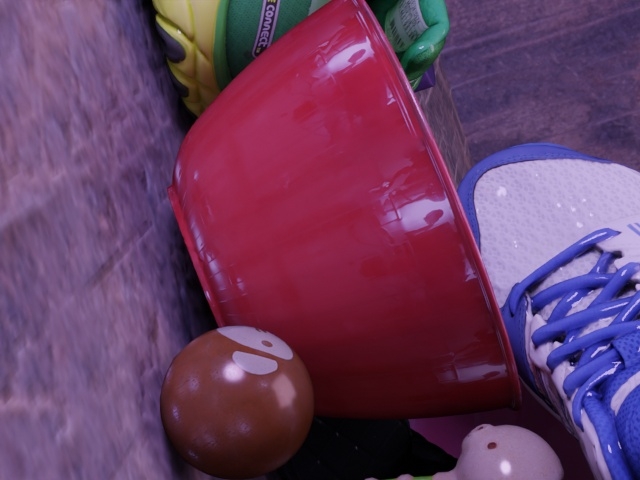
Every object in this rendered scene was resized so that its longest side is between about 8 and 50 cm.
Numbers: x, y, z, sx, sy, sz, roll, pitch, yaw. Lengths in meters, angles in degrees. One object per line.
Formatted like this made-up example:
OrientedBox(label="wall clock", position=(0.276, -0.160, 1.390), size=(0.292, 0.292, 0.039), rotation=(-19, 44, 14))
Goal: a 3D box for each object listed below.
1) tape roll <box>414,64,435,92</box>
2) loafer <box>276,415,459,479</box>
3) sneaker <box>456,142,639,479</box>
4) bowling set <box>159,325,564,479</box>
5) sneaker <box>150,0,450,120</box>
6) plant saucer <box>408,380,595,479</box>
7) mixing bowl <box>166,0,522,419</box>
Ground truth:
OrientedBox(label="tape roll", position=(0.018, -0.189, 1.233), size=(0.189, 0.080, 0.189), rotation=(-16, 90, -81))
OrientedBox(label="loafer", position=(0.010, 0.098, 0.796), size=(0.061, 0.062, 0.170), rotation=(34, -6, 31))
OrientedBox(label="sneaker", position=(0.137, 0.051, 0.646), size=(0.296, 0.112, 0.131), rotation=(51, 9, 34))
OrientedBox(label="bowling set", position=(0.038, 0.116, 0.577), size=(0.287, 0.154, 0.199), rotation=(-66, 139, -77))
OrientedBox(label="sneaker", position=(0.008, -0.076, 0.834), size=(0.295, 0.124, 0.109), rotation=(50, 25, -69))
OrientedBox(label="plant saucer", position=(0.138, 0.176, 0.870), size=(0.332, 0.084, 0.332), rotation=(168, -90, -73))
OrientedBox(label="mixing bowl", position=(0.000, 0.000, 0.681), size=(0.181, 0.098, 0.181), rotation=(158, -90, -88))
